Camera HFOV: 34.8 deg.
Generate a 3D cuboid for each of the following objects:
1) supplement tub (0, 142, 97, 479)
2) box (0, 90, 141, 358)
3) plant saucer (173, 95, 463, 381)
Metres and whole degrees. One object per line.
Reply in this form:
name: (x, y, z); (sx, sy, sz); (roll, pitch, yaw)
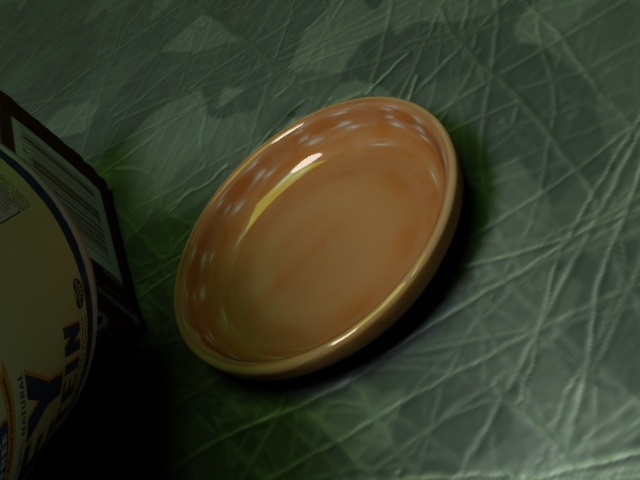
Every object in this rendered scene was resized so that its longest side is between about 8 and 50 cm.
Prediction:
supplement tub: (-0.248, 0.068, 0.466); (0.235, 0.235, 0.325); (-37, 10, 9)
box: (-0.329, 0.080, 0.752); (0.381, 0.143, 0.191); (-39, 38, 9)
plant saucer: (0.000, 0.000, 0.615); (0.200, 0.037, 0.200); (-24, 43, 24)
